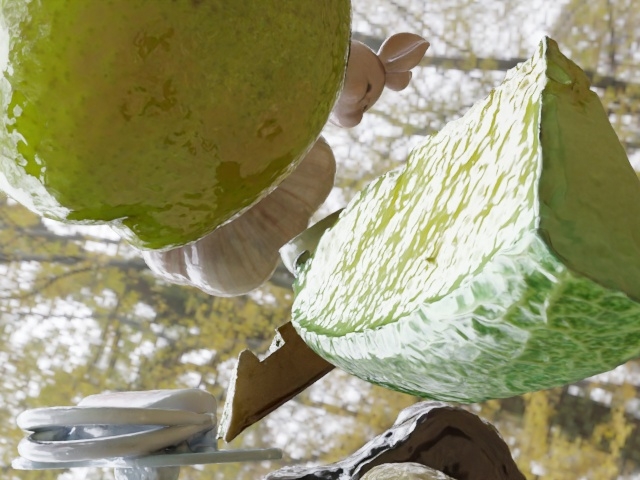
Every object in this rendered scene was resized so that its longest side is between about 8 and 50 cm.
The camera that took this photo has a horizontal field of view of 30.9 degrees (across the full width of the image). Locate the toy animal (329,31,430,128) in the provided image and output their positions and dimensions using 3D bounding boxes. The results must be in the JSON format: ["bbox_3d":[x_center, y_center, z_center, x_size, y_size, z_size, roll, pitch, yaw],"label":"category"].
[{"bbox_3d":[0.034,-0.188,1.360,0.213,0.124,0.124,-6,-70,-12],"label":"toy animal"}]

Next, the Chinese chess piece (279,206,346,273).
[{"bbox_3d":[0.000,0.000,1.122,0.084,0.084,0.034,-30,-95,-48],"label":"Chinese chess piece"}]

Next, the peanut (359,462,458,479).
[{"bbox_3d":[0.111,0.338,1.205,0.313,0.152,0.152,-99,1,-63],"label":"peanut"}]

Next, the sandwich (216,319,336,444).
[{"bbox_3d":[-0.054,0.170,1.549,0.244,0.088,0.090,-34,-6,-15],"label":"sandwich"}]

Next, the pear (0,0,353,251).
[{"bbox_3d":[-0.167,-0.176,1.087,0.391,0.391,0.391,-22,-62,-51],"label":"pear"}]

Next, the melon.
[{"bbox_3d":[0.032,0.001,0.422,0.053,0.262,0.113,9,-101,-22],"label":"melon"}]

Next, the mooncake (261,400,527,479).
[{"bbox_3d":[0.099,0.411,1.594,0.212,0.381,0.350,171,85,-83],"label":"mooncake"}]

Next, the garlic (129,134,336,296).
[{"bbox_3d":[-0.141,-0.082,1.606,0.322,0.322,0.241,-61,-39,-24],"label":"garlic"}]

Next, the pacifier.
[{"bbox_3d":[-0.188,0.274,1.204,0.244,0.300,0.233,5,-102,-58],"label":"pacifier"}]
